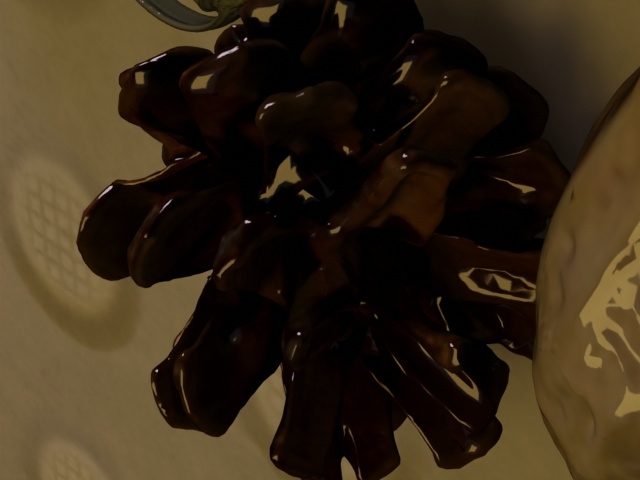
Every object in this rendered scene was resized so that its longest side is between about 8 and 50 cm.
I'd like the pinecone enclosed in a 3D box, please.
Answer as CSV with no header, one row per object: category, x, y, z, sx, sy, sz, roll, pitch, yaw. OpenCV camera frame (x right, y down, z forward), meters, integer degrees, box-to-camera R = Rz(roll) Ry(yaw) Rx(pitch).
pinecone,0.000,0.002,0.652,0.229,0.202,0.201,119,148,-47

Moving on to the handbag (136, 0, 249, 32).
handbag,-0.094,-0.217,0.729,0.256,0.079,0.219,55,146,12

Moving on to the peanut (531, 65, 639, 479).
peanut,0.155,-0.034,0.502,0.149,0.149,0.313,36,133,31
